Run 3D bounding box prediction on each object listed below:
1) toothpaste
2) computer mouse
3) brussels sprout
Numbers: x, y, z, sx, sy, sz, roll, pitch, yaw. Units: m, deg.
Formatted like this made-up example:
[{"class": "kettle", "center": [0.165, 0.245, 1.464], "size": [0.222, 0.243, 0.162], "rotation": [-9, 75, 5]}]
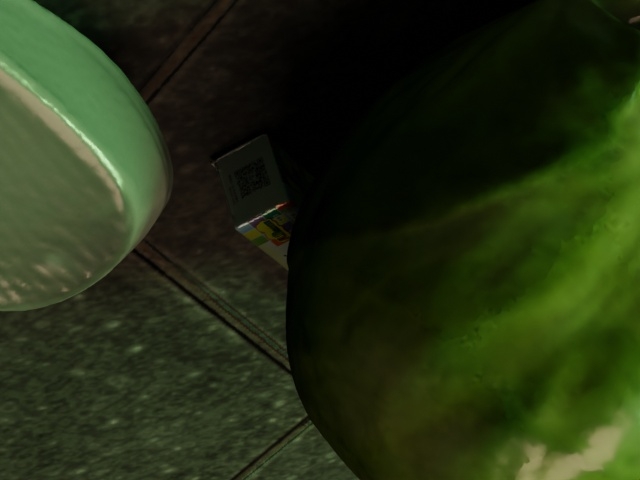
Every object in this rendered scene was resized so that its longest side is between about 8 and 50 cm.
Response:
[{"class": "toothpaste", "center": [0.000, 0.000, 0.863], "size": [0.034, 0.046, 0.164], "rotation": [-28, 147, 15]}, {"class": "computer mouse", "center": [-0.160, -0.054, 0.676], "size": [0.128, 0.079, 0.231], "rotation": [-32, 130, 20]}, {"class": "brussels sprout", "center": [0.103, 0.002, 0.746], "size": [0.271, 0.210, 0.219], "rotation": [-51, 174, -2]}]
